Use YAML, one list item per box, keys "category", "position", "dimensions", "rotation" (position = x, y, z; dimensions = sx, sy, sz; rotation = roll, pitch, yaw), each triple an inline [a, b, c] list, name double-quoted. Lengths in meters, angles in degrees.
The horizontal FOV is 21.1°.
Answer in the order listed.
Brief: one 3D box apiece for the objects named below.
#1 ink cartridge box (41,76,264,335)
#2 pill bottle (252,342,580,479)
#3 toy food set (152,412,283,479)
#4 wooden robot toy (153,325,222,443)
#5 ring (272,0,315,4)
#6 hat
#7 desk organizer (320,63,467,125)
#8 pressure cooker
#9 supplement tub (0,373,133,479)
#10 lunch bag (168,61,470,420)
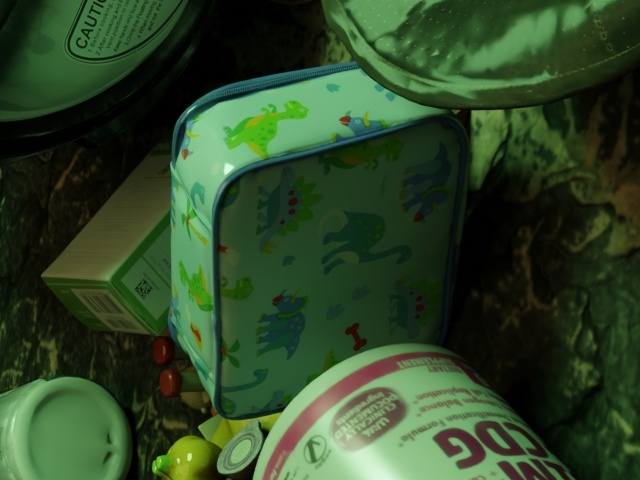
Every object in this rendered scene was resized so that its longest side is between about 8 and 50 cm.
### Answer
- category: "ink cartridge box"
  position: [-0.100, -0.027, 1.270]
  dimensions: [0.209, 0.062, 0.109]
  rotation: [-52, 27, -23]
- category: "pill bottle"
  position: [0.092, 0.193, 0.913]
  dimensions: [0.283, 0.160, 0.160]
  rotation: [48, 124, 46]
- category: "toy food set"
  position: [-0.060, 0.192, 1.113]
  dimensions: [0.128, 0.071, 0.218]
  rotation: [-58, 36, 24]
- category: "wooden robot toy"
  position: [-0.094, 0.094, 1.282]
  dimensions: [0.079, 0.076, 0.173]
  rotation: [127, 136, -53]
- category: "ring"
  position: [-0.006, -0.339, 1.240]
  dimensions: [0.336, 0.032, 0.337]
  rotation: [-8, 80, 55]
- category: "hat"
  position: [0.147, -0.214, 0.912]
  dimensions: [0.331, 0.134, 0.331]
  rotation: [-5, 81, 36]
- category: "desk organizer"
  position: [0.036, -0.074, 1.124]
  dimensions: [0.130, 0.050, 0.047]
  rotation: [20, 136, 39]
- category: "pressure cooker"
  position: [-0.264, -0.226, 1.237]
  dimensions: [0.370, 0.375, 0.420]
  rotation: [70, 162, -5]
- category: "supplement tub"
  position: [-0.249, 0.184, 1.451]
  dimensions: [0.190, 0.117, 0.117]
  rotation: [-24, 66, 52]
- category: "lunch bag"
  position: [0.000, 0.000, 1.031]
  dimensions: [0.219, 0.176, 0.090]
  rotation: [92, 155, -43]
